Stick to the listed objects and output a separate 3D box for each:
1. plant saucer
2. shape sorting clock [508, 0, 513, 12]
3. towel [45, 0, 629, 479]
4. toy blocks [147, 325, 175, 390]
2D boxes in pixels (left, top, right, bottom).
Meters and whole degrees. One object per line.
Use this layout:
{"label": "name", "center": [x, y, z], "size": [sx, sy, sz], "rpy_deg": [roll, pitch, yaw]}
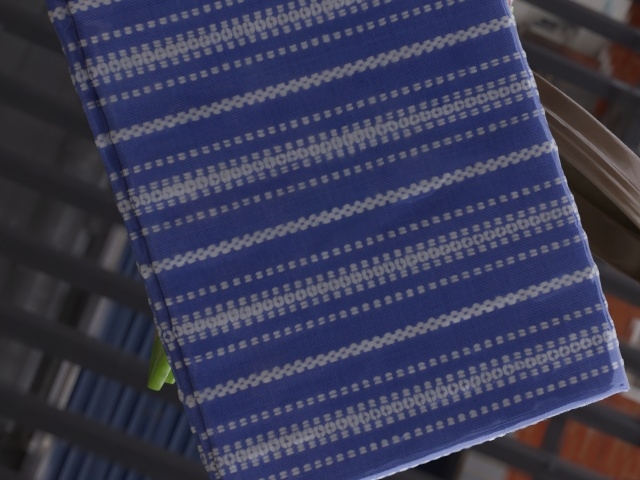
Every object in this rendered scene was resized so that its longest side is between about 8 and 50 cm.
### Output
{"label": "plant saucer", "center": [0.169, -0.057, 1.309], "size": [0.041, 0.278, 0.278], "rpy_deg": [-49, -173, -4]}
{"label": "shape sorting clock", "center": [0.155, -0.224, 1.597], "size": [0.206, 0.040, 0.206], "rpy_deg": [-62, 169, -21]}
{"label": "towel", "center": [0.007, -0.040, 0.989], "size": [0.040, 0.243, 0.336], "rpy_deg": [159, -87, -81]}
{"label": "toy blocks", "center": [0.000, 0.000, 1.648], "size": [0.381, 0.260, 0.191], "rpy_deg": [-86, -160, -47]}
